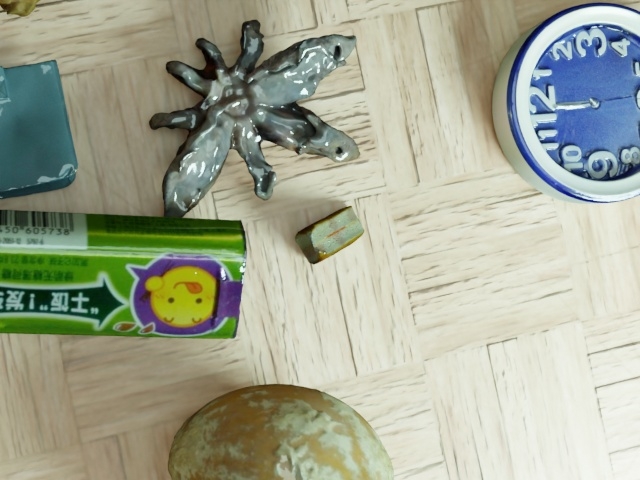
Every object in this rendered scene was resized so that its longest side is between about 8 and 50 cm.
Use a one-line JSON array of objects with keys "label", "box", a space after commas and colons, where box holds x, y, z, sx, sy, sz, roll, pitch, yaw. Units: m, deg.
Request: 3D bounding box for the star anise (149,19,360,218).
[{"label": "star anise", "box": [-0.072, -0.143, 1.589, 0.257, 0.110, 0.199, -15, 92, -6]}]

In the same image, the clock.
[{"label": "clock", "box": [0.318, -0.158, 1.690, 0.230, 0.083, 0.231, 0, 91, -11]}]

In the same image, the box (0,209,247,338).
[{"label": "box", "box": [-0.258, 0.035, 1.540, 0.345, 0.097, 0.134, 1, 117, -13]}]

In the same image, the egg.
[{"label": "egg", "box": [-0.040, 0.249, 1.539, 0.245, 0.203, 0.203, 18, 85, -5]}]

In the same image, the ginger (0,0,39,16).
[{"label": "ginger", "box": [-0.344, -0.364, 1.507, 0.357, 0.152, 0.274, -9, 64, -3]}]

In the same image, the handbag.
[{"label": "handbag", "box": [-0.378, -0.111, 1.551, 0.221, 0.057, 0.144, -11, 84, -11]}]

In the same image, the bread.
[{"label": "bread", "box": [0.000, 0.000, 1.629, 0.062, 0.109, 0.043, -29, 91, 32]}]
